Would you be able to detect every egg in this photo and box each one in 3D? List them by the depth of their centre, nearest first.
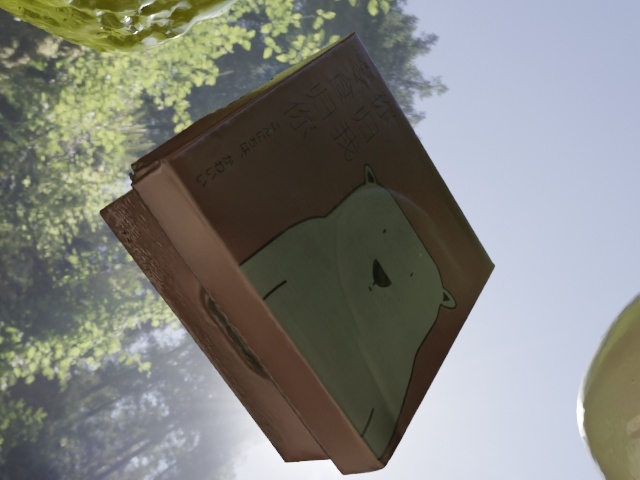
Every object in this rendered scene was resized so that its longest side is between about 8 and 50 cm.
[{"bbox_3d":[0.309,0.153,0.566,0.174,0.286,0.264,-22,-120,16],"label":"egg"}]

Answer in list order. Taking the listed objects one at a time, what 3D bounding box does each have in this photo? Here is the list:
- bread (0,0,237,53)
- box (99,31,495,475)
[{"bbox_3d":[-0.227,-0.326,0.538,0.349,0.308,0.347,6,-75,24],"label":"bread"},{"bbox_3d":[0.000,0.000,0.452,0.086,0.215,0.215,-22,-73,41],"label":"box"}]
